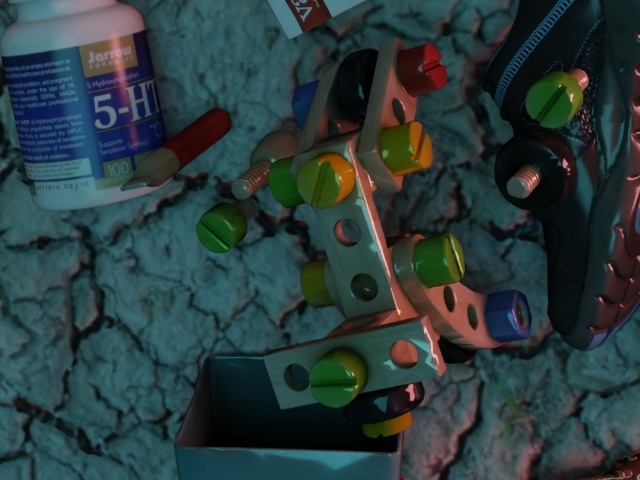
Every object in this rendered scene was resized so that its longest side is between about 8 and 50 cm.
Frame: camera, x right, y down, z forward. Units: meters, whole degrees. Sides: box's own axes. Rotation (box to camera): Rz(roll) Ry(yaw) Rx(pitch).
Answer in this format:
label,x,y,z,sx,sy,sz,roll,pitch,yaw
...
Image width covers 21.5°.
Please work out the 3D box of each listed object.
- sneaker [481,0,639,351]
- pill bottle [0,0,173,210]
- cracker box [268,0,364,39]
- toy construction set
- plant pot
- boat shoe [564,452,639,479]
label,x,y,z,sx,sy,sz,roll,pitch,yaw
sneaker,0.197,-0.087,1.269,0.139,0.125,0.341,13,108,30
pill bottle,-0.182,-0.124,1.280,0.112,0.112,0.187,-9,102,7
cracker box,0.042,-0.267,1.222,0.232,0.067,0.156,-25,100,27
toy construction set,0.000,0.000,1.186,0.308,0.237,0.257,14,119,21
plant pot,-0.015,0.230,1.325,0.165,0.165,0.234,0,111,5
boat shoe,0.261,0.205,1.341,0.207,0.073,0.073,2,65,2
